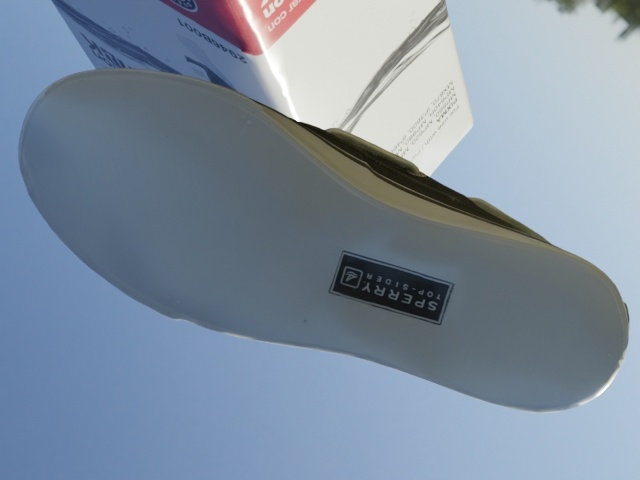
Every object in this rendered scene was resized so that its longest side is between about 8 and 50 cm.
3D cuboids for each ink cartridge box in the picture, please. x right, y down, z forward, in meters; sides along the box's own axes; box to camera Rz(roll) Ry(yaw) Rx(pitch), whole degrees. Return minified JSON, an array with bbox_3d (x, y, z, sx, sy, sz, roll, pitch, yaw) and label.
[{"bbox_3d":[-0.046,-0.132,0.746,0.197,0.114,0.273,35,167,26],"label":"ink cartridge box"}]

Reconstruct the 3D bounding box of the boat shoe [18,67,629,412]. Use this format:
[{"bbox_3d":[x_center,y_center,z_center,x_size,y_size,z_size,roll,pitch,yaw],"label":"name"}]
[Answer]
[{"bbox_3d":[0.000,0.000,0.533,0.219,0.078,0.070,23,-170,-10],"label":"boat shoe"}]
